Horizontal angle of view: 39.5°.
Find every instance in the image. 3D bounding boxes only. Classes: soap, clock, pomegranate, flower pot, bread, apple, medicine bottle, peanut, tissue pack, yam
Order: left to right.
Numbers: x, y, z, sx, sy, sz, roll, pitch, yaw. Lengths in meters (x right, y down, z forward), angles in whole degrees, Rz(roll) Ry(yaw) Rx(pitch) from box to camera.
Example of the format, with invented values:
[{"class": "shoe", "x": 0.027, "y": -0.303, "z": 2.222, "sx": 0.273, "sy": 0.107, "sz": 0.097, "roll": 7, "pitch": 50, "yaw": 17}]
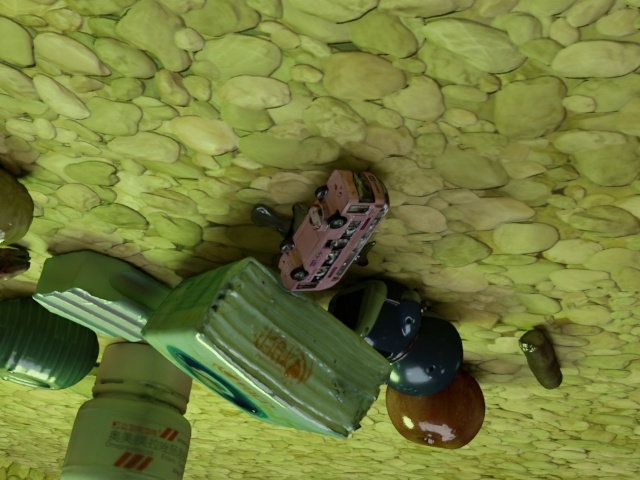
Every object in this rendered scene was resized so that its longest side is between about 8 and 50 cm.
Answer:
[{"class": "peanut", "x": -0.522, "y": -0.067, "z": 1.256, "sx": 0.237, "sy": 0.110, "sz": 0.120, "roll": 19, "pitch": 175, "yaw": -5}, {"class": "pomegranate", "x": -0.579, "y": 0.054, "z": 1.497, "sx": 0.163, "sy": 0.125, "sz": 0.138, "roll": 11, "pitch": 142, "yaw": -6}, {"class": "flower pot", "x": -0.565, "y": 0.208, "z": 1.775, "sx": 0.243, "sy": 0.157, "sz": 0.189, "roll": 23, "pitch": 153, "yaw": -23}, {"class": "soap", "x": -0.372, "y": 0.096, "z": 1.561, "sx": 0.145, "sy": 0.091, "sz": 0.230, "roll": -12, "pitch": 147, "yaw": 31}, {"class": "bread", "x": -0.503, "y": 0.364, "z": 2.208, "sx": 0.267, "sy": 0.040, "sz": 0.267, "roll": 8, "pitch": 155, "yaw": 4}, {"class": "medicine bottle", "x": -0.407, "y": 0.409, "z": 1.948, "sx": 0.256, "sy": 0.324, "sz": 0.256, "roll": 8, "pitch": 154, "yaw": 4}, {"class": "tissue pack", "x": -0.101, "y": 0.173, "z": 1.401, "sx": 0.287, "sy": 0.162, "sz": 0.388, "roll": 38, "pitch": 161, "yaw": -13}, {"class": "clock", "x": 0.127, "y": 0.167, "z": 1.497, "sx": 0.243, "sy": 0.146, "sz": 0.200, "roll": 33, "pitch": 144, "yaw": -27}, {"class": "apple", "x": 0.229, "y": 0.334, "z": 1.779, "sx": 0.201, "sy": 0.162, "sz": 0.201, "roll": 5, "pitch": 155, "yaw": 2}, {"class": "yam", "x": 0.402, "y": 0.217, "z": 1.614, "sx": 0.057, "sy": 0.056, "sz": 0.241, "roll": -3, "pitch": 155, "yaw": 22}]

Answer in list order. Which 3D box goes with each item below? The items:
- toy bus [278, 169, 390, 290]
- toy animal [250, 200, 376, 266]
[{"class": "toy bus", "x": 0.014, "y": -0.009, "z": 1.177, "sx": 0.090, "sy": 0.063, "sz": 0.203, "roll": 0, "pitch": 142, "yaw": -31}, {"class": "toy animal", "x": 0.002, "y": -0.002, "z": 1.290, "sx": 0.202, "sy": 0.070, "sz": 0.105, "roll": 26, "pitch": 163, "yaw": -36}]
